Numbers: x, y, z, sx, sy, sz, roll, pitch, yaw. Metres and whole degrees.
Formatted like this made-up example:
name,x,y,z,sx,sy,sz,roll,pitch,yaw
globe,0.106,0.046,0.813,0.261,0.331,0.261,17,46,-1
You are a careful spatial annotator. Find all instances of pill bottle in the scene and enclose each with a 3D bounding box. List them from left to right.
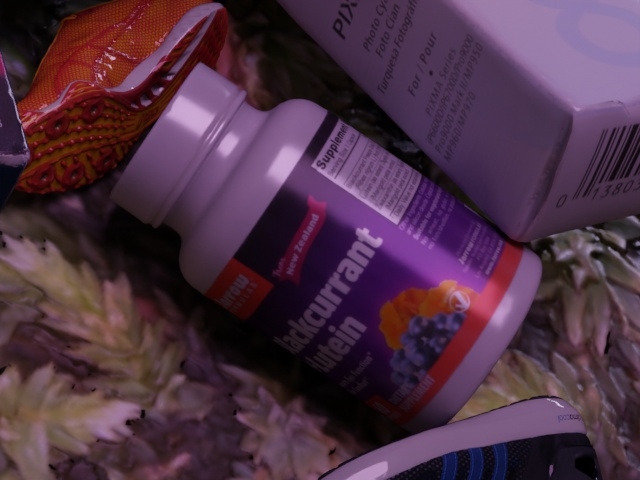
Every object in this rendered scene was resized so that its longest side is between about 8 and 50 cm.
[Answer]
name,x,y,z,sx,sy,sz,roll,pitch,yaw
pill bottle,0.000,0.000,0.960,0.193,0.108,0.108,34,47,-4

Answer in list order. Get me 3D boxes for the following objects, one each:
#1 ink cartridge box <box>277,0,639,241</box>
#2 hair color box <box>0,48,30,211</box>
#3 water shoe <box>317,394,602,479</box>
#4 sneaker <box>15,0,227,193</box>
name,x,y,z,sx,sy,sz,roll,pitch,yaw
ink cartridge box,0.116,-0.172,1.104,0.308,0.091,0.385,-13,49,-37
hair color box,-0.267,-0.150,0.918,0.174,0.105,0.347,-2,58,-32
water shoe,0.060,0.131,0.924,0.203,0.073,0.080,-16,71,-36
sneaker,-0.116,-0.078,0.995,0.067,0.064,0.175,26,40,18
